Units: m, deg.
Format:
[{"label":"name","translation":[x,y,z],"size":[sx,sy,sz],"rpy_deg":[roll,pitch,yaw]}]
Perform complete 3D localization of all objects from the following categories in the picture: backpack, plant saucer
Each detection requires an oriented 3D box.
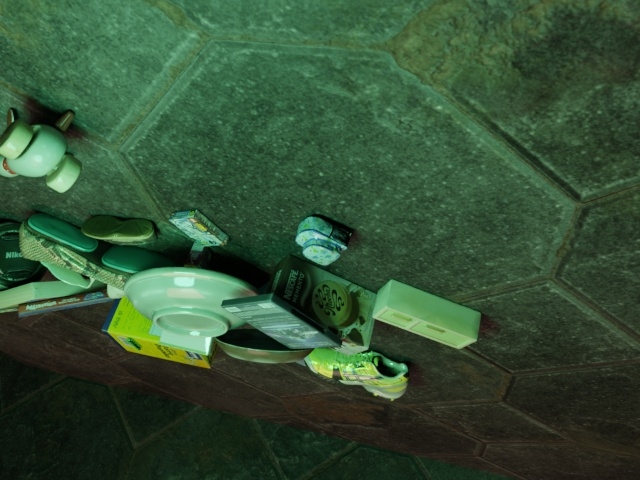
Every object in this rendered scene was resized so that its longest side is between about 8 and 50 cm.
[{"label":"backpack","translation":[0.000,0.000,1.420],"size":[0.114,0.084,0.105],"rpy_deg":[29,147,-17]},{"label":"plant saucer","translation":[-0.167,0.321,1.824],"size":[0.311,0.050,0.310],"rpy_deg":[5,-177,0]},{"label":"plant saucer","translation":[-0.364,0.199,1.720],"size":[0.401,0.100,0.400],"rpy_deg":[2,152,1]}]

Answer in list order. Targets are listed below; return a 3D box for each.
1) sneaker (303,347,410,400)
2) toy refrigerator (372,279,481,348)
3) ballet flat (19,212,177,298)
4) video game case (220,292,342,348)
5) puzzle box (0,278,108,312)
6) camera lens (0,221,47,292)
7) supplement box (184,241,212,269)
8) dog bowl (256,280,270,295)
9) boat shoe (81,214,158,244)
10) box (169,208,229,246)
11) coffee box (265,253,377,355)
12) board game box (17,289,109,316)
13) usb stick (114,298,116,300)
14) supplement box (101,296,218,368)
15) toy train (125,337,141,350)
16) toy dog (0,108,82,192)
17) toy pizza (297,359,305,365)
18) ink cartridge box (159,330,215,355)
[{"label":"sneaker","translation":[0.133,0.432,2.113],"size":[0.385,0.145,0.147],"rpy_deg":[15,131,-3]},{"label":"toy refrigerator","translation":[0.287,0.206,1.632],"size":[0.270,0.094,0.102],"rpy_deg":[22,152,-9]},{"label":"ballet flat","translation":[-0.666,0.074,1.801],"size":[0.483,0.164,0.182],"rpy_deg":[19,116,-2]},{"label":"video game case","translation":[-0.100,0.218,1.574],"size":[0.196,0.026,0.274],"rpy_deg":[-12,142,42]},{"label":"puzzle box","translation":[-0.851,0.176,1.948],"size":[0.272,0.052,0.409],"rpy_deg":[-15,173,25]},{"label":"camera lens","translation":[-1.026,0.068,1.938],"size":[0.274,0.219,0.219],"rpy_deg":[-14,139,44]},{"label":"supplement box","translation":[-0.344,0.053,1.696],"size":[0.043,0.083,0.055],"rpy_deg":[7,150,18]},{"label":"dog bowl","translation":[-0.134,0.199,1.862],"size":[0.166,0.074,0.297],"rpy_deg":[27,151,-18]},{"label":"boat shoe","translation":[-0.562,-0.019,1.684],"size":[0.224,0.080,0.073],"rpy_deg":[2,144,16]},{"label":"box","translation":[-0.320,-0.031,1.590],"size":[0.094,0.027,0.137],"rpy_deg":[-3,146,35]},{"label":"coffee box","translation":[-0.002,0.182,1.662],"size":[0.297,0.168,0.119],"rpy_deg":[25,151,-17]},{"label":"board game box","translation":[-0.783,0.193,1.865],"size":[0.282,0.027,0.145],"rpy_deg":[-9,171,-29]},{"label":"usb stick","translation":[-0.724,0.276,2.338],"size":[0.077,0.045,0.278],"rpy_deg":[9,152,11]},{"label":"supplement box","translation":[-0.545,0.300,2.130],"size":[0.357,0.194,0.195],"rpy_deg":[9,151,13]},{"label":"toy train","translation":[-0.639,0.356,2.056],"size":[0.024,0.017,0.083],"rpy_deg":[16,153,22]},{"label":"toy dog","translation":[-0.640,-0.219,1.340],"size":[0.334,0.160,0.220],"rpy_deg":[18,159,30]},{"label":"toy pizza","translation":[-0.036,0.442,2.292],"size":[0.201,0.032,0.201],"rpy_deg":[14,152,7]},{"label":"ink cartridge box","translation":[-0.414,0.240,1.952],"size":[0.171,0.234,0.056],"rpy_deg":[11,175,8]}]
